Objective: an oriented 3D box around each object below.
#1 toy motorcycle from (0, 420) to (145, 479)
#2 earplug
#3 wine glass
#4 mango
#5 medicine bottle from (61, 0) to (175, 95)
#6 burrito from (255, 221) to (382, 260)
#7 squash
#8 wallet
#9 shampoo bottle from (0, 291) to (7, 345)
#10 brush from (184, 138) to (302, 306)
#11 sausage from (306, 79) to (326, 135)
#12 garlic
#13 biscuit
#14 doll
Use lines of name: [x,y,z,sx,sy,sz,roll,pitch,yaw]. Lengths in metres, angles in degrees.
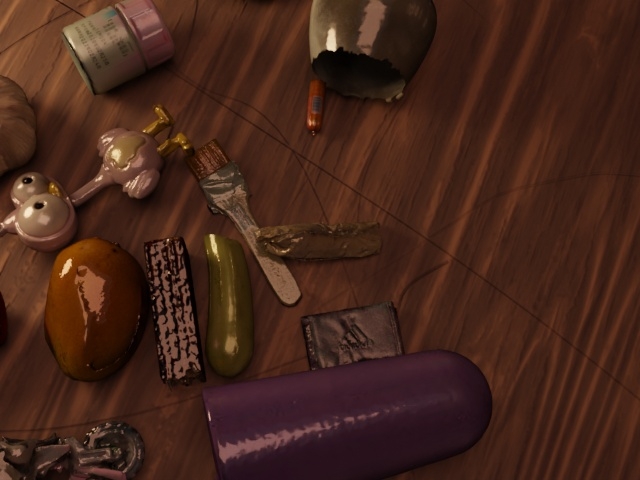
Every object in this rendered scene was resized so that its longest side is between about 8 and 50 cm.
toy motorcycle: [-0.433,0.387,1.405,0.327,0.143,0.188,-3,82,-20]
earplug: [0.051,0.288,1.424,0.456,0.215,0.215,-12,74,-10]
wine glass: [0.105,-0.426,1.627,0.238,0.238,0.322,17,76,2]
mango: [-0.366,0.113,1.483,0.166,0.136,0.236,8,76,-2]
medicine bottle: [-0.359,-0.350,1.622,0.168,0.135,0.135,-28,77,-11]
burrito: [0.000,-0.002,1.572,0.230,0.063,0.058,-3,33,-18]
squash: [-0.156,0.106,1.526,0.083,0.083,0.250,-4,72,-4]
wallet: [0.056,0.168,1.546,0.166,0.030,0.111,-8,69,-7]
shampoo bottle: [-0.661,0.140,1.473,0.278,0.104,0.104,-8,74,-6]
brush: [-0.128,-0.029,1.598,0.085,0.020,0.336,-31,78,-11]
sausage: [-0.009,-0.241,1.663,0.031,0.031,0.107,6,73,-1]
garlic: [-0.596,-0.213,1.528,0.219,0.212,0.218,2,68,-6]
biscuit: [-0.240,0.123,1.502,0.070,0.106,0.252,-8,74,-5]
doll: [-0.396,-0.097,1.562,0.365,0.094,0.160,-30,63,-14]
